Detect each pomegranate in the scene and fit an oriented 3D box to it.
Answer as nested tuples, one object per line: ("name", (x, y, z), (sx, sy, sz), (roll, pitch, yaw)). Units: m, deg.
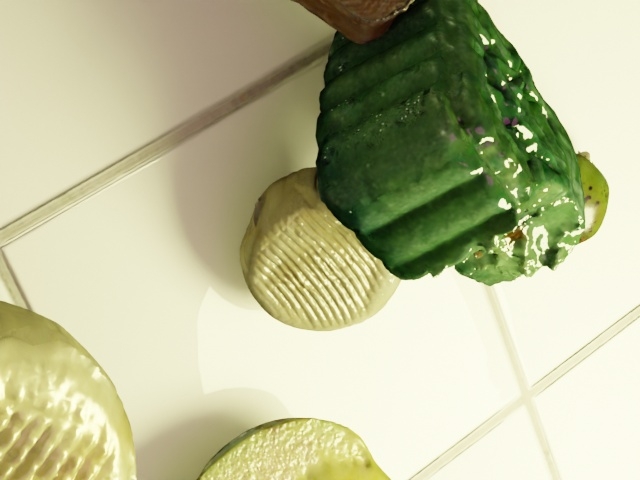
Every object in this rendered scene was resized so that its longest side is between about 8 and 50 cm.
("pomegranate", (0.277, -0.054, 1.715), (0.142, 0.114, 0.115), (-47, 125, -52))

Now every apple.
("apple", (-0.052, 0.282, 1.544), (0.265, 0.120, 0.193), (-33, 102, -28))

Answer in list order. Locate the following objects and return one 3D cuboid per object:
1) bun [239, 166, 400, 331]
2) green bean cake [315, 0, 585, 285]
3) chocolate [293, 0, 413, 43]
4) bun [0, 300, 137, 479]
("bun", (0.000, 0.000, 1.524), (0.166, 0.113, 0.173), (-7, 124, -3))
("green bean cake", (0.144, -0.077, 1.495), (0.308, 0.169, 0.300), (49, 28, -32))
("chocolate", (0.011, -0.288, 1.442), (0.214, 0.093, 0.148), (37, 76, 4))
("bun", (-0.334, 0.212, 1.207), (0.364, 0.202, 0.364), (-11, 108, -39))
